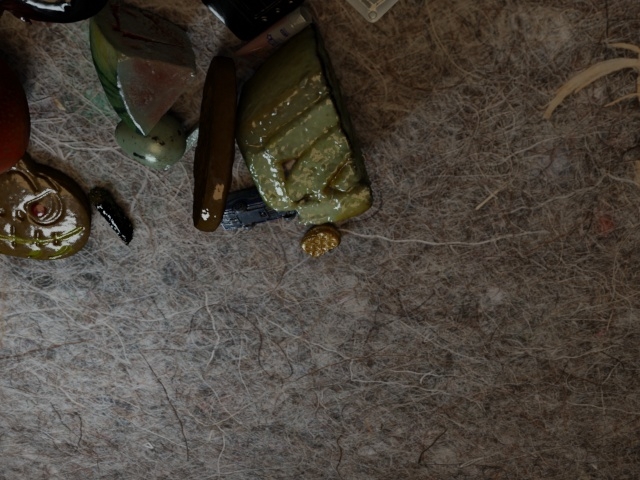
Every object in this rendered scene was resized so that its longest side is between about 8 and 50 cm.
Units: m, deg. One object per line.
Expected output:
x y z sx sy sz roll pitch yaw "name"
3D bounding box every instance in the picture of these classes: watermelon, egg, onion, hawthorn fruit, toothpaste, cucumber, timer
-0.362 -0.359 1.477 0.201 0.213 0.261 -13 139 -12 "watermelon"
-0.385 -0.228 1.611 0.164 0.131 0.131 7 133 12 "egg"
-0.517 -0.508 1.298 0.281 0.221 0.281 -6 132 -6 "onion"
-0.740 -0.250 1.491 0.275 0.275 0.299 0 145 -1 "hawthorn fruit"
-0.102 -0.419 1.475 0.194 0.043 0.067 -24 164 36 "toothpaste"
-0.527 -0.060 1.810 0.053 0.053 0.181 -14 133 11 "cucumber"
-0.130 -0.499 1.423 0.187 0.055 0.144 -27 134 26 "timer"

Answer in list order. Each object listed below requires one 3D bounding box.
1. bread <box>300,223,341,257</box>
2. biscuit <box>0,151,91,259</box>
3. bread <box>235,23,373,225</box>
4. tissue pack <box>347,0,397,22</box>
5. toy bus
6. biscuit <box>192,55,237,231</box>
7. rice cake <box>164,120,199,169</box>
0.000 0.000 1.878 0.111 0.044 0.083 -31 124 27 "bread"
-0.772 -0.088 1.763 0.394 0.070 0.350 7 131 -7 "biscuit"
-0.058 -0.232 1.539 0.264 0.239 0.395 -16 122 13 "bread"
0.064 -0.556 1.321 0.246 0.136 0.159 36 122 -29 "tissue pack"
-0.140 -0.093 1.759 0.236 0.094 0.079 -12 137 12 "toy bus"
-0.221 -0.195 1.497 0.063 0.367 0.314 5 166 -15 "biscuit"
-0.321 -0.225 1.676 0.171 0.033 0.029 -36 125 27 "rice cake"
